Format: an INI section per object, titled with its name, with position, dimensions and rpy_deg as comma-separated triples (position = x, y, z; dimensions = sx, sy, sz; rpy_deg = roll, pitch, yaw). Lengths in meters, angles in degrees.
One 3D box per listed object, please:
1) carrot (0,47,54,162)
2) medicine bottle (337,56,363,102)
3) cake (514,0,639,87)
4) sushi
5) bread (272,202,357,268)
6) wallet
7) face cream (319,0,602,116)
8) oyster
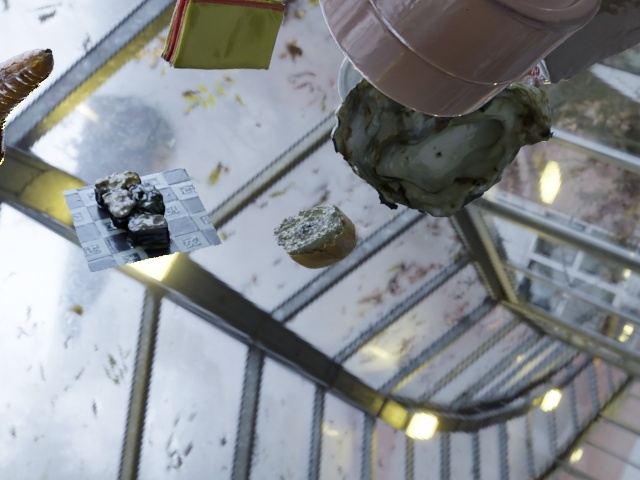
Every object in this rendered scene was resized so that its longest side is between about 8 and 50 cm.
[carrot]
position = -0.329, -0.131, 0.903
dimensions = 0.062, 0.066, 0.271
rpy_deg = -27, -6, -36
[medicine bottle]
position = 0.152, -0.238, 1.488
dimensions = 0.341, 0.130, 0.130
rpy_deg = -2, -66, -66
[cake]
position = 0.312, -0.382, 1.248
dimensions = 0.230, 0.237, 0.308
rpy_deg = -31, -68, -5
[sushi]
position = -0.262, -0.055, 1.313
dimensions = 0.192, 0.215, 0.050
rpy_deg = -13, -51, -19
[bread]
position = -0.001, 0.000, 1.509
dimensions = 0.125, 0.082, 0.106
rpy_deg = -27, -40, 17
[wallet]
position = -0.174, -0.383, 1.652
dimensions = 0.241, 0.067, 0.141
rpy_deg = -10, -53, -48
[face cream]
position = 0.086, -0.166, 0.565
dimensions = 0.149, 0.149, 0.104
rpy_deg = -42, 2, -39
[oyster]
position = 0.113, -0.115, 0.922
dimensions = 0.294, 0.094, 0.166
rpy_deg = 12, -68, -44
